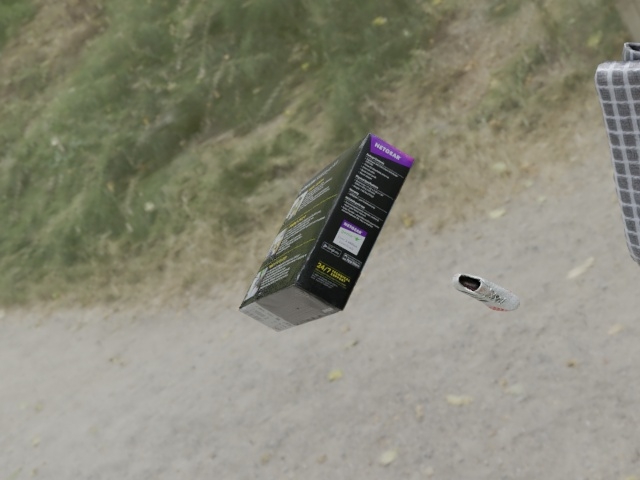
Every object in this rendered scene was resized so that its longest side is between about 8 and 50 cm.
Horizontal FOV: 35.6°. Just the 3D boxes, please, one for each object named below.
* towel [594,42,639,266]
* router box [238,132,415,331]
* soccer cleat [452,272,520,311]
[{"bbox_3d":[0.397,-0.065,0.981,0.121,0.283,0.235,-25,24,-16],"label":"towel"},{"bbox_3d":[0.000,0.000,0.806,0.133,0.046,0.179,-64,11,-17],"label":"router box"},{"bbox_3d":[0.193,0.060,1.158,0.035,0.083,0.029,74,-138,-79],"label":"soccer cleat"}]
